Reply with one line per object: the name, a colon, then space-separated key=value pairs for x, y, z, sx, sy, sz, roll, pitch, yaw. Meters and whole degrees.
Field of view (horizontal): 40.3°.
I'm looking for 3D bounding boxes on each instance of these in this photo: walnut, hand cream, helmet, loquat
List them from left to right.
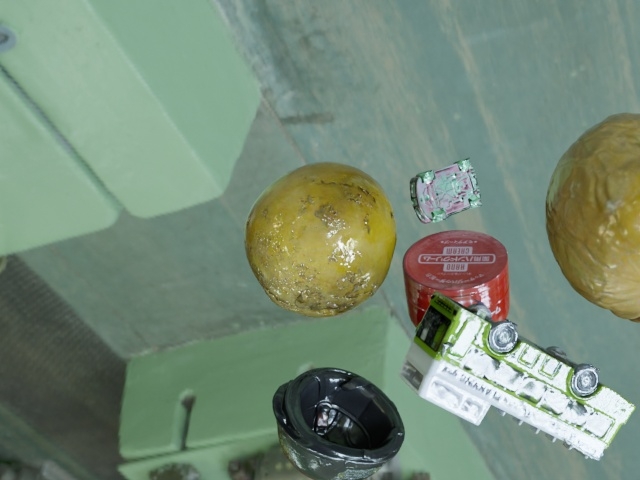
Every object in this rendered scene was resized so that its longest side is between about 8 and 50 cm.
loquat: x=0.000 y=0.000 z=1.290 sx=0.235 sy=0.235 sz=0.235 roll=2 pitch=139 yaw=2
helmet: x=0.016 y=0.373 z=1.672 sx=0.279 sy=0.230 sz=0.160 roll=-3 pitch=133 yaw=-35
hand cream: x=0.244 y=0.080 z=1.567 sx=0.193 sy=0.193 sz=0.125 roll=-5 pitch=124 yaw=11
walnut: x=0.276 y=-0.019 z=0.749 sx=0.165 sy=0.197 sz=0.165 roll=-2 pitch=124 yaw=-3

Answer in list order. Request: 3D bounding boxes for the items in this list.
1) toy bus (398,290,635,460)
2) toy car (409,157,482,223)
toy bus: x=0.260 y=0.187 z=1.155 sx=0.302 sy=0.113 sz=0.139 roll=28 pitch=93 yaw=-17
toy car: x=0.164 y=-0.065 z=1.172 sx=0.055 sy=0.142 sz=0.069 roll=-13 pitch=95 yaw=46
